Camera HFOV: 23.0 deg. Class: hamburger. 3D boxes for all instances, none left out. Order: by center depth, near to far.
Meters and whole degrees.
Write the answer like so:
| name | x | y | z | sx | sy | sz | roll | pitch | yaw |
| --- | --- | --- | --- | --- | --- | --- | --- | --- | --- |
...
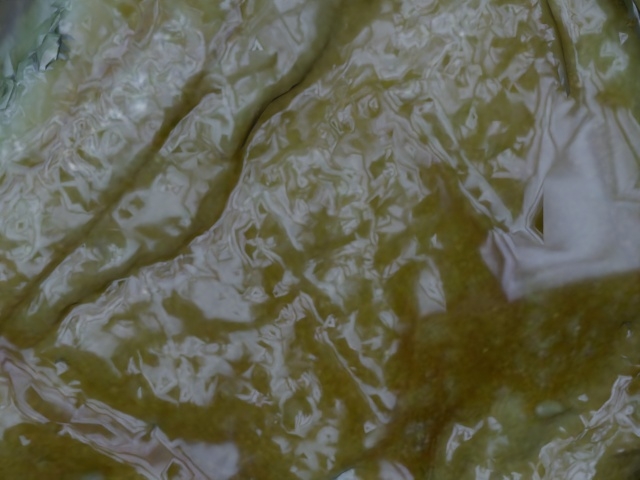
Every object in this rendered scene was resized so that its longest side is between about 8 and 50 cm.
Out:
| name | x | y | z | sx | sy | sz | roll | pitch | yaw |
| --- | --- | --- | --- | --- | --- | --- | --- | --- | --- |
| hamburger | -0.002 | -0.001 | 0.483 | 0.285 | 0.134 | 0.265 | -25 | 114 | 3 |
